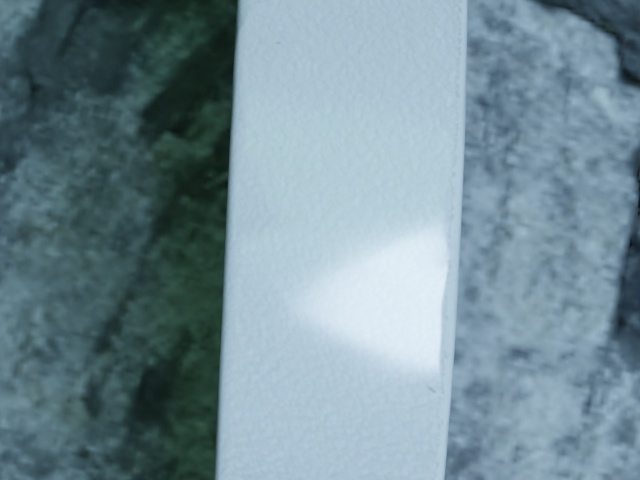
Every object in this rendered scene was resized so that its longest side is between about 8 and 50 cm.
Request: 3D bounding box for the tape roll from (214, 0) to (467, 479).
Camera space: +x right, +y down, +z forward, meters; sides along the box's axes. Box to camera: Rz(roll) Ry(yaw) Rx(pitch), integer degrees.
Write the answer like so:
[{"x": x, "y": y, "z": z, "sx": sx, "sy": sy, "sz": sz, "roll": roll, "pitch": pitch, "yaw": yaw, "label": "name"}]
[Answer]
[{"x": 0.000, "y": 0.000, "z": 0.745, "sx": 0.072, "sy": 0.392, "sz": 0.392, "roll": 3, "pitch": 78, "yaw": -1, "label": "tape roll"}]
